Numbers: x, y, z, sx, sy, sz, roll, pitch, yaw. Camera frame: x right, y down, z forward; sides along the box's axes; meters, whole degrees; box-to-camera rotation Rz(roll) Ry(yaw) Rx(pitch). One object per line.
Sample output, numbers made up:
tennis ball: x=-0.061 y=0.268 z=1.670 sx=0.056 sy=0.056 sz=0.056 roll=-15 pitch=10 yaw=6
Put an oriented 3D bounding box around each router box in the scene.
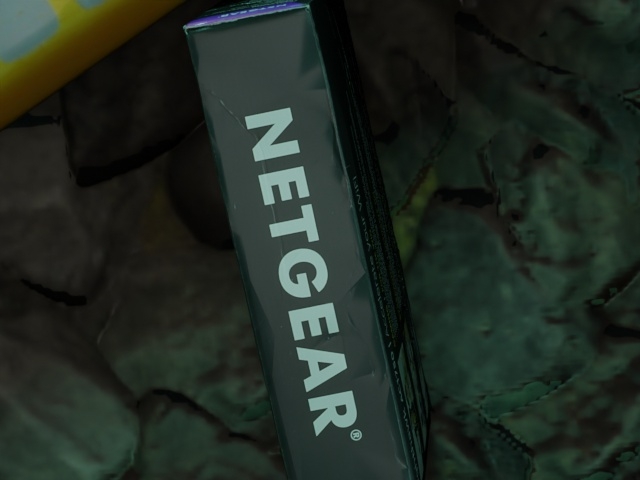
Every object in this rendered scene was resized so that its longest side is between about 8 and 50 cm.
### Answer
router box: x=0.000 y=0.000 z=0.687 sx=0.046 sy=0.133 sz=0.178 roll=-11 pitch=100 yaw=7

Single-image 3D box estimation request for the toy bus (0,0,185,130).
toy bus: x=-0.097 y=-0.128 z=0.682 sx=0.333 sy=0.108 sz=0.130 roll=-33 pitch=99 yaw=10
